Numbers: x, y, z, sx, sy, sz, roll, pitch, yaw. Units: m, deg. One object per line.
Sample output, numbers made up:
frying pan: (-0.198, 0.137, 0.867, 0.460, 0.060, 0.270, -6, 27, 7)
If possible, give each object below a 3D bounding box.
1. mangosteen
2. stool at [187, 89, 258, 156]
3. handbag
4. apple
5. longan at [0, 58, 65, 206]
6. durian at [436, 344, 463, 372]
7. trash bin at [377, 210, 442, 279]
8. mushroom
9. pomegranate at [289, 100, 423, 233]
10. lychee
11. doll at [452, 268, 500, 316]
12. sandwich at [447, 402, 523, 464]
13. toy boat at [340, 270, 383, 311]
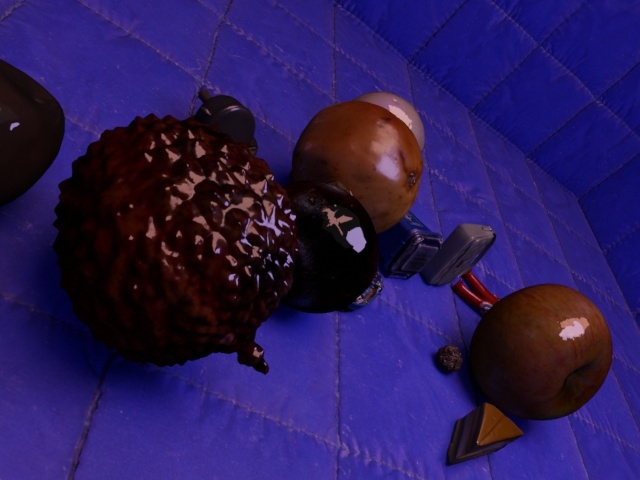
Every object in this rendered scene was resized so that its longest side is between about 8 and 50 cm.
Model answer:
mangosteen: (-0.008, 0.006, 1.449, 0.330, 0.330, 0.330, 30, 35, -24)
stool: (-0.264, -0.296, 1.673, 0.153, 0.228, 0.139, -33, 52, -18)
handbag: (0.462, 0.049, 2.011, 0.219, 0.256, 0.079, 1, 47, -40)
apple: (0.620, 0.314, 1.792, 0.400, 0.400, 0.333, 22, 15, -34)
longan: (-0.586, -0.182, 1.031, 0.288, 0.288, 0.350, 41, 21, -8)
durian: (0.364, 0.333, 1.754, 0.080, 0.080, 0.091, 60, 18, 22)
trash bin: (0.233, -0.013, 1.913, 0.162, 0.184, 0.234, 8, 36, -46)
mushroom: (0.225, -0.345, 2.142, 0.356, 0.315, 0.315, 11, 46, -40)
pomegranate: (0.076, -0.194, 1.747, 0.410, 0.410, 0.410, 30, 35, -24)
lychee: (-0.231, 0.027, 1.081, 0.424, 0.424, 0.500, -30, 94, -58)
doll: (0.615, 0.259, 2.116, 0.384, 0.099, 0.188, 46, 31, 5)
sandwich: (0.414, 0.518, 1.554, 0.144, 0.117, 0.187, 43, 31, 0)
toy boat: (0.114, 0.123, 1.666, 0.100, 0.097, 0.223, 46, 31, 6)
